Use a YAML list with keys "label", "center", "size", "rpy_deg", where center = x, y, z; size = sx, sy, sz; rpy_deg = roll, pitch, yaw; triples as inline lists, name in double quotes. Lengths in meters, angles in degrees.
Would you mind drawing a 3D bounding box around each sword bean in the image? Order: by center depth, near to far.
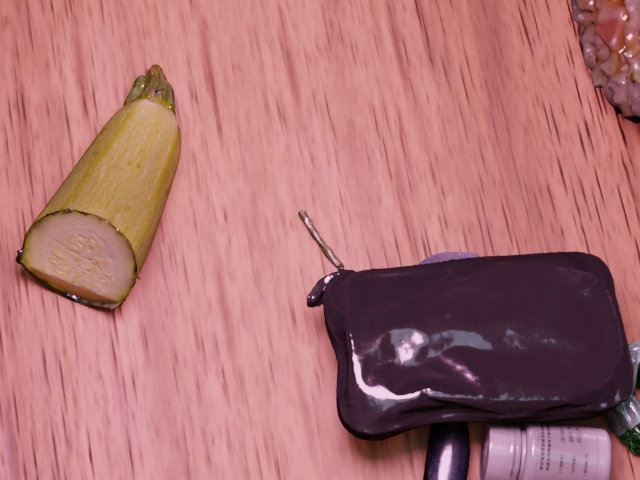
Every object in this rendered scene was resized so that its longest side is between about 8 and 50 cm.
- label: "sword bean"
  center: [0.000, 0.000, 1.829]
  size: [0.012, 0.012, 0.083]
  rpy_deg: [-31, 76, -15]

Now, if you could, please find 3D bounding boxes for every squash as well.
- label: "squash"
  center: [-0.209, -0.075, 1.783]
  size: [0.137, 0.137, 0.287]
  rpy_deg: [25, 67, 5]

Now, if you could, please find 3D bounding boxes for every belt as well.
- label: "belt"
  center: [0.372, 0.171, 1.754]
  size: [0.151, 0.079, 0.121]
  rpy_deg: [38, 71, 11]

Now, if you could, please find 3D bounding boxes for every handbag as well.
- label: "handbag"
  center: [0.157, 0.109, 1.723]
  size: [0.332, 0.075, 0.191]
  rpy_deg: [-5, 65, -5]

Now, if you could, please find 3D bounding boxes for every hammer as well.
- label: "hammer"
  center: [0.137, 0.149, 1.767]
  size: [0.137, 0.037, 0.289]
  rpy_deg: [8, 68, -2]

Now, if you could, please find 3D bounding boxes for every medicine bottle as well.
- label: "medicine bottle"
  center: [0.238, 0.233, 1.720]
  size: [0.130, 0.080, 0.080]
  rpy_deg: [6, 69, -1]

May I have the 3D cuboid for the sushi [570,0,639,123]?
- label: "sushi"
  center: [0.461, -0.300, 1.806]
  size: [0.285, 0.328, 0.328]
  rpy_deg: [-5, 42, -18]
